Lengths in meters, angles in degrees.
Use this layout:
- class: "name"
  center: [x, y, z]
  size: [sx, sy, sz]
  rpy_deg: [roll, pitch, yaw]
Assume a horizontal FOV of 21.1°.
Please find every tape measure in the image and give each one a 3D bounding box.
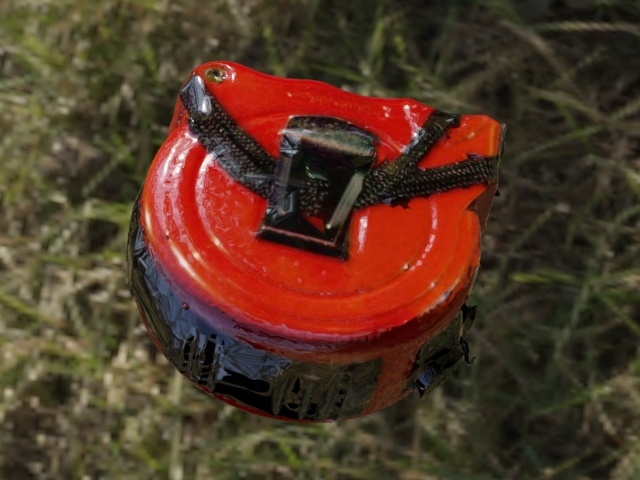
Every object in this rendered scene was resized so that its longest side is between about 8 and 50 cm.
- class: "tape measure"
  center: [-0.001, 0.000, 1.160]
  size: [0.114, 0.253, 0.260]
  rpy_deg: [105, 176, -49]
